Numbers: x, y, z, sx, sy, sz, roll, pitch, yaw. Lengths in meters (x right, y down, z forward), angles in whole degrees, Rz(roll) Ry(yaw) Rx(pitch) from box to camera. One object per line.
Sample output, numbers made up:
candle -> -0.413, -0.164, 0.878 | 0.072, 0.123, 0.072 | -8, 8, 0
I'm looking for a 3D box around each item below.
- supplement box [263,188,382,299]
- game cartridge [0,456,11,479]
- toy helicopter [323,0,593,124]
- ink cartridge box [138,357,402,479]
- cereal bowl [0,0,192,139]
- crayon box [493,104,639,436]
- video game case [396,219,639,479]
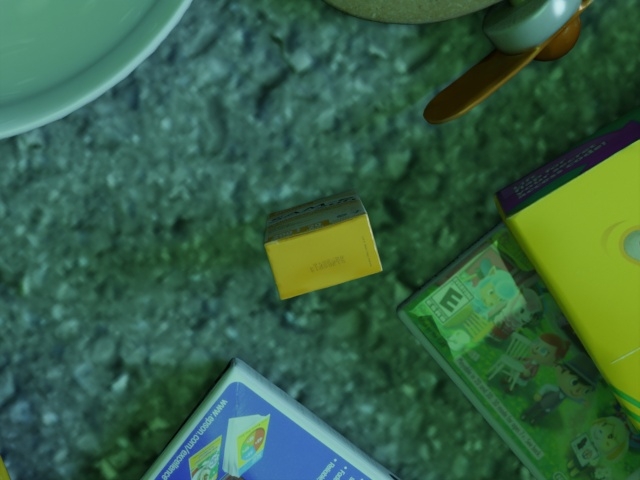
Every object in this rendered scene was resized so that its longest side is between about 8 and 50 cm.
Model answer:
supplement box -> 0.000, 0.000, 0.639 | 0.062, 0.098, 0.036 | -17, 101, 1
game cartridge -> -0.277, 0.267, 0.603 | 0.285, 0.053, 0.324 | -19, 130, -12
toy helicopter -> 0.150, -0.200, 0.590 | 0.355, 0.140, 0.235 | -8, 120, 12
ink cartridge box -> -0.036, 0.217, 0.693 | 0.208, 0.045, 0.206 | 38, 96, -3
cereal bowl -> -0.216, -0.223, 0.573 | 0.339, 0.141, 0.339 | -2, 106, -9
crayon box -> 0.336, 0.016, 0.600 | 0.363, 0.106, 0.313 | -32, 98, 10
video game case -> 0.189, 0.064, 0.686 | 0.193, 0.023, 0.212 | -40, 96, 4
